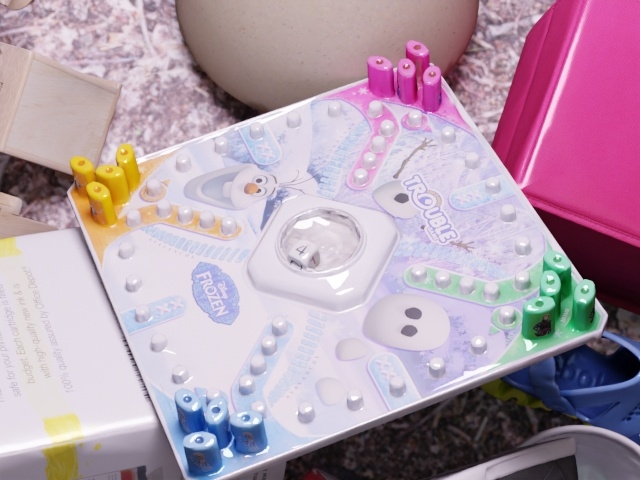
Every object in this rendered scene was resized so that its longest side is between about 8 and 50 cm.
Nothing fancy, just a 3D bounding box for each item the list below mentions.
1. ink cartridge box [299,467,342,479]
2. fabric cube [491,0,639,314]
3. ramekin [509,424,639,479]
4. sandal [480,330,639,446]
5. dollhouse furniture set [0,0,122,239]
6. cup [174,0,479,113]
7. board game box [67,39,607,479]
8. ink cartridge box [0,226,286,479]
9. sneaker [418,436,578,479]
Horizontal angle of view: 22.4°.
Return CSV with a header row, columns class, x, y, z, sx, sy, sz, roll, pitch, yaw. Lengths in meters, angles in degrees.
class,x,y,z,sx,sy,sz,roll,pitch,yaw
ink cartridge box,-0.016,0.403,1.507,0.306,0.131,0.226,-48,60,5
fabric cube,0.318,-0.092,1.669,0.254,0.259,0.258,22,77,-3
ramekin,0.253,0.297,1.653,0.207,0.109,0.207,2,77,-7
sandal,0.314,0.149,1.680,0.317,0.138,0.126,15,74,-6
dollhouse furniture set,-0.414,-0.151,1.703,0.355,0.174,0.303,16,88,26
cup,0.006,-0.320,1.652,0.331,0.237,0.331,0,64,1
board game box,0.000,0.000,1.466,0.390,0.050,0.390,-20,49,-10
ink cartridge box,-0.252,0.136,1.505,0.384,0.160,0.279,-8,43,-20
sneaker,0.156,0.276,1.482,0.295,0.104,0.147,-7,80,-47
